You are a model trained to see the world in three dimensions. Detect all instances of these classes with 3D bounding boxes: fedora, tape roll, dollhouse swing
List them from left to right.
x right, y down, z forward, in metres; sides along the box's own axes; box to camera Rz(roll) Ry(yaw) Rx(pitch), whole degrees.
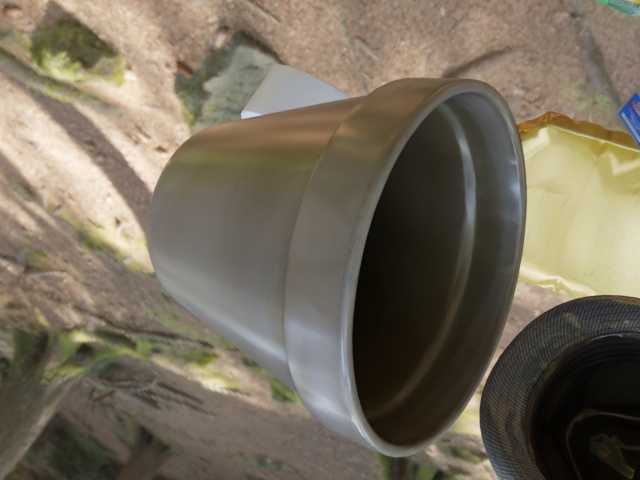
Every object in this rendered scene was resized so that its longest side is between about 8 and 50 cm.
[{"bbox_3d":[0.008,-0.176,1.376,0.286,0.100,0.286,32,173,4],"label":"tape roll"},{"bbox_3d":[0.351,-0.091,1.052,0.347,0.305,0.315,18,137,4],"label":"dollhouse swing"},{"bbox_3d":[0.285,0.186,0.694,0.275,0.243,0.124,24,154,36],"label":"fedora"}]

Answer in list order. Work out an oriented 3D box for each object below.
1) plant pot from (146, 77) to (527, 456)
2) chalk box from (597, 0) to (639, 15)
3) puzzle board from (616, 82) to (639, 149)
[{"bbox_3d":[0.000,0.000,0.749,0.280,0.323,0.323,14,150,33],"label":"plant pot"},{"bbox_3d":[0.099,-0.278,0.376,0.180,0.289,0.179,17,134,-11],"label":"chalk box"},{"bbox_3d":[0.270,-0.071,0.571,0.096,0.011,0.128,108,141,-62],"label":"puzzle board"}]
